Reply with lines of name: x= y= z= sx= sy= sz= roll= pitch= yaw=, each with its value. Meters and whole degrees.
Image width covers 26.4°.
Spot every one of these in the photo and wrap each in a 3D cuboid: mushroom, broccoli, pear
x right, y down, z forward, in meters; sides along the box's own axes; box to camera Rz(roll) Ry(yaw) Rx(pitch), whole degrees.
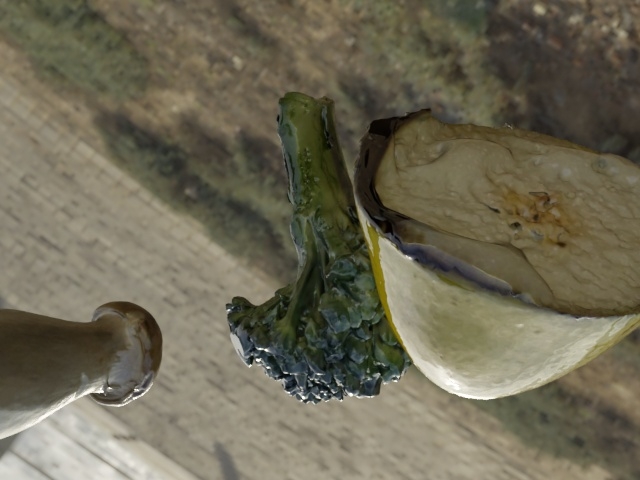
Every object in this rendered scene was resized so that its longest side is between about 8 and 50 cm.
mushroom: x=-0.286 y=0.116 z=1.211 sx=0.128 sy=0.128 sz=0.350 roll=16 pitch=-167 yaw=39
broccoli: x=0.004 y=0.004 z=1.169 sx=0.177 sy=0.275 sz=0.198 roll=-4 pitch=-178 yaw=-10
pear: x=0.136 y=0.035 z=1.003 sx=0.267 sy=0.267 sz=0.178 roll=26 pitch=122 yaw=19
